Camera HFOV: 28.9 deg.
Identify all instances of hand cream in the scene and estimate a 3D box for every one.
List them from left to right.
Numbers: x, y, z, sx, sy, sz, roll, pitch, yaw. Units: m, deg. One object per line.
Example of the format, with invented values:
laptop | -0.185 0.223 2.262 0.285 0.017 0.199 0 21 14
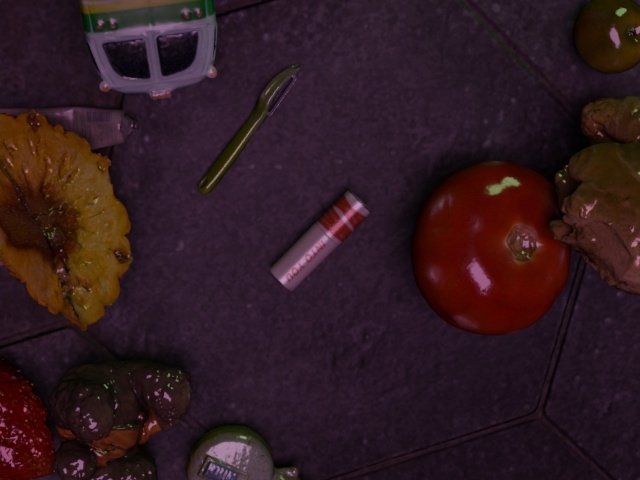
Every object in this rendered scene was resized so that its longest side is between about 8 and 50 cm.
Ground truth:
hand cream | -0.283 -0.121 1.362 0.165 0.037 0.057 -3 104 0

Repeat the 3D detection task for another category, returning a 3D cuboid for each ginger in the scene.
ginger | 0.402 -0.062 1.398 0.236 0.375 0.166 29 119 30

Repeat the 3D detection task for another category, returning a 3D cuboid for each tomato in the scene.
tomato | 0.189 0.009 1.392 0.195 0.136 0.195 2 86 -25

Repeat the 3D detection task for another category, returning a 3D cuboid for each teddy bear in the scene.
teddy bear | -0.236 0.228 1.399 0.177 0.140 0.190 -18 111 -49

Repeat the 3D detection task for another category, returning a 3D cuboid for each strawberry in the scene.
strawberry | -0.377 0.211 1.377 0.187 0.082 0.147 33 106 6

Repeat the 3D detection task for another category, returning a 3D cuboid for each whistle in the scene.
whistle | -0.065 0.291 1.470 0.198 0.057 0.104 27 99 -12

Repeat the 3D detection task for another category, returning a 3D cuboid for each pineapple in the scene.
pineapple | -0.303 -0.030 1.353 0.140 0.164 0.250 -40 105 -42

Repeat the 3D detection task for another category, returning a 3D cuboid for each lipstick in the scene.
lipstick | 0.000 0.000 1.421 0.038 0.038 0.131 43 94 -15

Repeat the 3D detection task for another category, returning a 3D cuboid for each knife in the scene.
knife | -0.081 -0.127 1.389 0.026 0.022 0.184 32 96 -39

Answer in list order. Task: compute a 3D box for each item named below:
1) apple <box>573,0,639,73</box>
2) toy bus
apple | 0.329 -0.232 1.395 0.089 0.074 0.090 -2 94 -27
toy bus | -0.172 -0.254 1.220 0.133 0.276 0.165 -8 116 -5
